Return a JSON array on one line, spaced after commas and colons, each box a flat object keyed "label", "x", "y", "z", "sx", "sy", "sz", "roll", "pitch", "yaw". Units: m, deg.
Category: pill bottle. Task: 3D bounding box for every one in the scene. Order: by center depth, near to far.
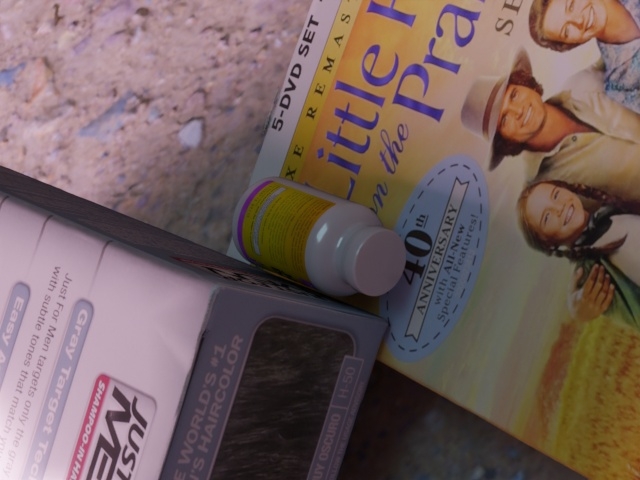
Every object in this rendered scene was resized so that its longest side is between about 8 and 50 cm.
[{"label": "pill bottle", "x": 0.000, "y": 0.000, "z": 0.854, "sx": 0.083, "sy": 0.043, "sz": 0.043, "roll": 21, "pitch": 74, "yaw": 48}]

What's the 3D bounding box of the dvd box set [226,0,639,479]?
[{"label": "dvd box set", "x": 0.146, "y": -0.056, "z": 0.793, "sx": 0.420, "sy": 0.062, "sz": 0.308, "roll": 28, "pitch": 100, "yaw": 47}]

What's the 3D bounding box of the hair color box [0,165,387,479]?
[{"label": "hair color box", "x": -0.154, "y": 0.068, "z": 0.944, "sx": 0.374, "sy": 0.113, "sz": 0.185, "roll": 20, "pitch": 94, "yaw": 46}]
